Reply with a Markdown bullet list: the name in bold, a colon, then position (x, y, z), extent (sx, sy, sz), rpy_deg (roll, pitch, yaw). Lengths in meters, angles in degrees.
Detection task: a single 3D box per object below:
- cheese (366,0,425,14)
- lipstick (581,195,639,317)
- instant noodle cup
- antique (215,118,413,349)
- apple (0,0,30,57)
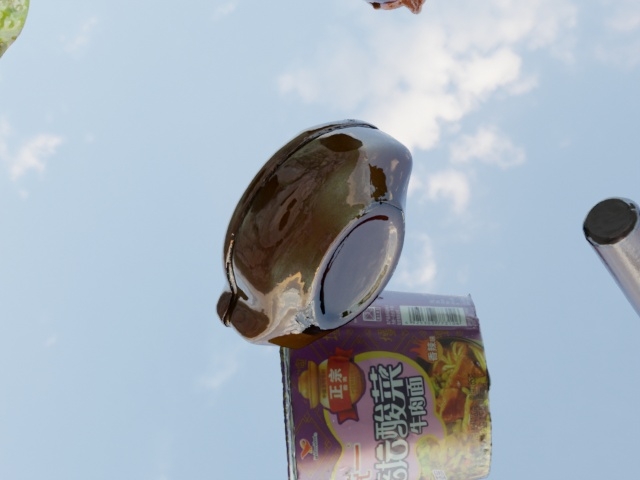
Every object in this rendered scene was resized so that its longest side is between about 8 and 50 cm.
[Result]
- **cheese**: position (0.029, -0.391, 1.205), extent (0.329, 0.129, 0.217), rpy_deg (57, -25, 22)
- **lipstick**: position (0.342, 0.077, 1.039), extent (0.057, 0.357, 0.057), rpy_deg (-22, -136, 24)
- **instant noodle cup**: position (0.083, 0.209, 1.466), extent (0.265, 0.340, 0.340), rpy_deg (-3, -115, -1)
- **antique**: position (0.000, 0.000, 1.200), extent (0.129, 0.223, 0.278), rpy_deg (37, -81, 34)
- **apple**: position (-0.419, -0.287, 1.110), extent (0.226, 0.246, 0.246), rpy_deg (131, -39, -57)
